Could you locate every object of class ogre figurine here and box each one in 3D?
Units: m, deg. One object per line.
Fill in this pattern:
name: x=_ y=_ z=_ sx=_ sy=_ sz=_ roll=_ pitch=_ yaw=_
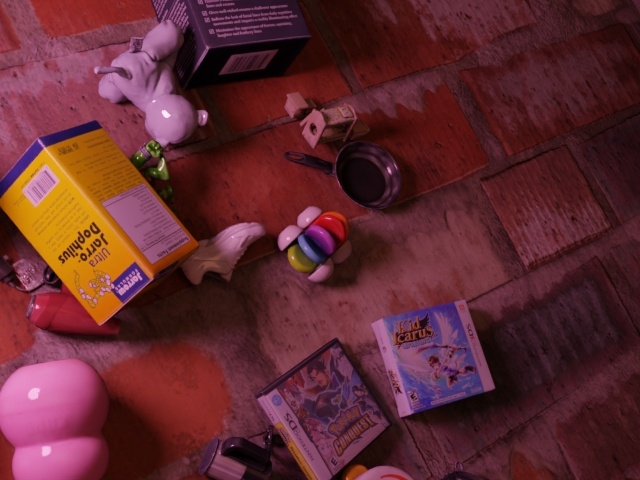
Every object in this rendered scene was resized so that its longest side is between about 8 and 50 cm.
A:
ogre figurine: x=-0.395 y=-0.122 z=1.852 sx=0.118 sy=0.197 sz=0.097 roll=-15 pitch=50 yaw=-14

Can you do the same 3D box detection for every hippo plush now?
hippo plush: x=-0.354 y=-0.348 z=1.893 sx=0.234 sy=0.294 sz=0.236 roll=-43 pitch=101 yaw=-11

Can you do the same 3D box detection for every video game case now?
video game case: x=0.014 y=0.389 z=1.889 sx=0.275 sy=0.035 sz=0.248 roll=-30 pitch=85 yaw=-43
video game case: x=0.286 y=0.292 z=2.078 sx=0.270 sy=0.061 sz=0.244 roll=-10 pitch=74 yaw=-29

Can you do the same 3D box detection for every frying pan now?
frying pan: x=0.069 y=-0.157 z=2.150 sx=0.326 sy=0.053 sz=0.197 roll=-13 pitch=76 yaw=-28

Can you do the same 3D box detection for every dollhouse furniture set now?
dollhouse furniture set: x=0.028 y=-0.346 z=2.155 sx=0.182 sy=0.101 sz=0.161 roll=-18 pitch=63 yaw=-34

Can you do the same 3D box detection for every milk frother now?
milk frother: x=-0.171 y=0.453 z=1.774 sx=0.135 sy=0.129 sz=0.143 roll=28 pitch=17 yaw=-15

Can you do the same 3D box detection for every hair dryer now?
hair dryer: x=-0.528 y=0.092 z=1.733 sx=0.223 sy=0.080 sz=0.293 roll=-39 pitch=91 yaw=-33

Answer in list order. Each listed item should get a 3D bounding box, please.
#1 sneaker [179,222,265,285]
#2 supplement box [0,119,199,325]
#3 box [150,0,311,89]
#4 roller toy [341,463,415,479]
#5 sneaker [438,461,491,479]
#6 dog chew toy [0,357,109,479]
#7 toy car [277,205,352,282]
sneaker: x=-0.222 y=0.036 z=1.916 sx=0.232 sy=0.090 sz=0.115 roll=-26 pitch=90 yaw=-23
supplement box: x=-0.464 y=-0.041 z=1.714 sx=0.356 sy=0.195 sz=0.194 roll=51 pitch=28 yaw=-1
box: x=-0.250 y=-0.616 z=2.074 sx=0.294 sy=0.212 sz=0.395 roll=-14 pitch=78 yaw=-30
roller toy: x=0.129 y=0.608 z=1.824 sx=0.209 sy=0.146 sz=0.191 roll=29 pitch=51 yaw=-8
sneaker: x=0.374 y=0.656 z=1.953 sx=0.153 sy=0.101 sz=0.268 roll=-37 pitch=87 yaw=-30
dog chew toy: x=-0.496 y=0.397 z=1.566 sx=0.207 sy=0.206 sz=0.331 roll=-6 pitch=81 yaw=-29
toy car: x=0.000 y=0.000 z=2.002 sx=0.159 sy=0.136 sz=0.182 roll=48 pitch=57 yaw=-3
